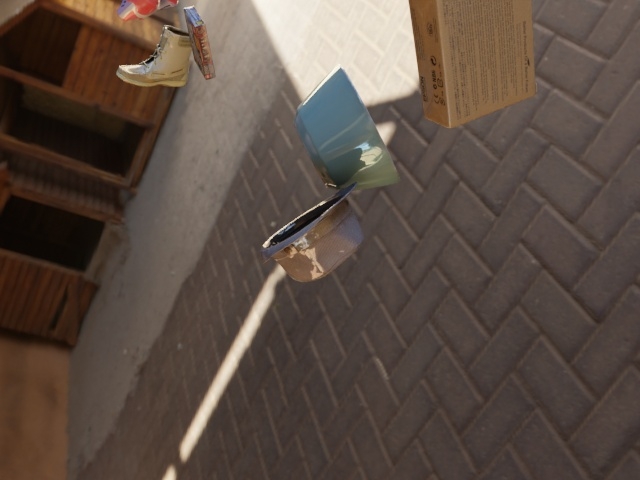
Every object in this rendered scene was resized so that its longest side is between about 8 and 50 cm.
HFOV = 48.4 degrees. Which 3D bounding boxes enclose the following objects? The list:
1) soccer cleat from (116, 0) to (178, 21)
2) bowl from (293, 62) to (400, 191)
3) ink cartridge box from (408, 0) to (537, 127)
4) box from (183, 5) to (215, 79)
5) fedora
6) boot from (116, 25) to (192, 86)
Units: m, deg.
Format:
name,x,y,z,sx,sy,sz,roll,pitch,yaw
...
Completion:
name,x,y,z,sx,sy,sz,roll,pitch,yaw
soccer cleat,-0.385,-0.540,1.592,0.095,0.083,0.248,-34,17,14
bowl,0.046,-0.239,1.666,0.163,0.312,0.312,-26,35,5
ink cartridge box,0.261,-0.335,1.205,0.088,0.193,0.235,38,146,55
box,-0.273,-0.447,1.613,0.137,0.027,0.094,85,161,-47
fedora,0.000,0.000,1.565,0.275,0.124,0.244,-31,10,28
boot,-0.452,-0.512,1.971,0.077,0.213,0.165,51,132,34
